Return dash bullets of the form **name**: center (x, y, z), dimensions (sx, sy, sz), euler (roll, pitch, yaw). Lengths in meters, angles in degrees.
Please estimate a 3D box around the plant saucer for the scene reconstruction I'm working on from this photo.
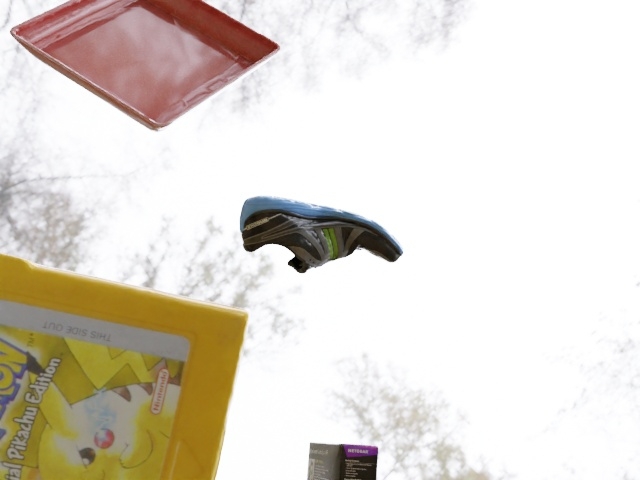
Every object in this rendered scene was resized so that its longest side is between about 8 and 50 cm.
- **plant saucer**: center (-0.228, -0.251, 1.203), dimensions (0.258, 0.259, 0.047), euler (32, -44, 15)

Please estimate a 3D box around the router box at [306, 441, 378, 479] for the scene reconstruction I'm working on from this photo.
- **router box**: center (0.019, 0.297, 1.018), dimensions (0.179, 0.046, 0.133), euler (137, -42, -73)

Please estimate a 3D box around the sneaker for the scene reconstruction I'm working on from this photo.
- **sneaker**: center (0.000, 0.000, 0.985), dimensions (0.067, 0.188, 0.078), euler (-161, -98, -71)

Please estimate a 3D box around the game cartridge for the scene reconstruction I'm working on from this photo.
- **game cartridge**: center (-0.241, 0.156, 0.716), dimensions (0.324, 0.285, 0.052), euler (13, -21, -6)
